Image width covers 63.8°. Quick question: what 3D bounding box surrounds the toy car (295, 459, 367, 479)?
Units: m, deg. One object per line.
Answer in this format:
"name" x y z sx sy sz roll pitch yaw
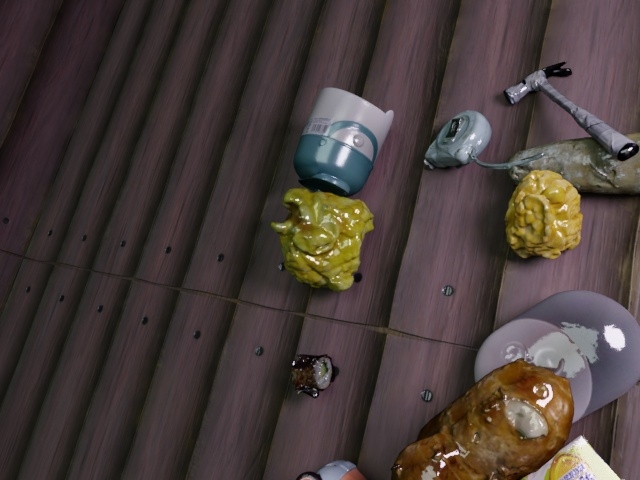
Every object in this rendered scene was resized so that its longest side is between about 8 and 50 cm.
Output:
"toy car" 0.023 0.625 1.106 0.212 0.180 0.270 35 90 27

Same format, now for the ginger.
"ginger" 0.279 0.388 0.941 0.176 0.254 0.418 49 120 8

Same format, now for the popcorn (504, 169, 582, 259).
"popcorn" 0.472 -0.042 1.089 0.163 0.140 0.194 35 132 24

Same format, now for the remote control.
"remote control" 0.466 0.240 1.022 0.332 0.103 0.221 -37 63 13

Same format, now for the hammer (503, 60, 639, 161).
"hammer" 0.547 -0.279 1.127 0.152 0.044 0.426 -29 35 17

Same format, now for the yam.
"yam" 0.567 -0.162 1.103 0.331 0.133 0.133 3 73 36

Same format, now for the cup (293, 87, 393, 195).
"cup" 0.040 -0.262 1.435 0.290 0.219 0.257 8 74 65

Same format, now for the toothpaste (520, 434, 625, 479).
"toothpaste" 0.383 0.495 0.928 0.328 0.077 0.110 -33 54 -6

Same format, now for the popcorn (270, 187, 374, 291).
"popcorn" 0.000 0.000 1.334 0.242 0.235 0.250 13 90 16

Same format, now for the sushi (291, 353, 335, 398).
"sushi" -0.019 0.335 1.291 0.084 0.094 0.097 -4 85 34

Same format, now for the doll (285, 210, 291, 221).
"doll" -0.070 -0.077 1.495 0.078 0.077 0.113 5 75 24

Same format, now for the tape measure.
"tape measure" 0.384 -0.242 1.206 0.330 0.084 0.163 8 73 63
